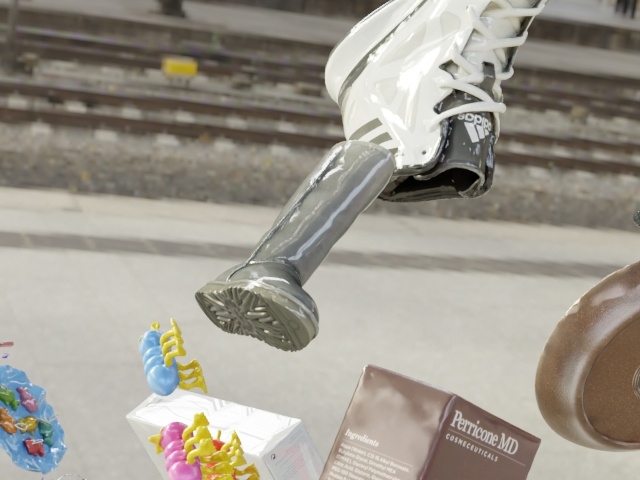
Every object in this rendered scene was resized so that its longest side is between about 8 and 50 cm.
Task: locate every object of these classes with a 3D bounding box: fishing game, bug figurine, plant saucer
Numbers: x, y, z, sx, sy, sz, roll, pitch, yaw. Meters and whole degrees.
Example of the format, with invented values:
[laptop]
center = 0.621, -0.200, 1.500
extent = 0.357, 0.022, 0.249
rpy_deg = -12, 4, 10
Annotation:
[fishing game]
center = -0.437, 0.260, 2.001
extent = 0.041, 0.264, 0.189
rpy_deg = -32, -12, 16
[bug figurine]
center = -0.132, 0.227, 1.464
extent = 0.072, 0.279, 0.216
rpy_deg = -22, 38, 0
[plant saucer]
center = 0.417, 0.153, 1.665
extent = 0.310, 0.311, 0.050
rpy_deg = 4, 31, -21

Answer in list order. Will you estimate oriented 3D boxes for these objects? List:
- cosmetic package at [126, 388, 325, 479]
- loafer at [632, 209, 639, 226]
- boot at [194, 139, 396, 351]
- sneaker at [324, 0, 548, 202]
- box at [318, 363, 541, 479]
[cosmetic package]
center = -0.114, 0.386, 2.110
extent = 0.097, 0.284, 0.377
rpy_deg = -38, 26, -31
[loafer]
center = 0.403, -0.049, 1.378
extent = 0.061, 0.170, 0.062
rpy_deg = 54, 37, 6
[boot]
center = -0.001, -0.002, 1.189
extent = 0.208, 0.076, 0.189
rpy_deg = -41, 26, -21
[sneaker]
center = 0.186, -0.196, 1.390
extent = 0.169, 0.447, 0.257
rpy_deg = 14, 46, -33
[box]
center = 0.078, 0.348, 1.447
extent = 0.143, 0.381, 0.191
rpy_deg = 13, -12, 43
